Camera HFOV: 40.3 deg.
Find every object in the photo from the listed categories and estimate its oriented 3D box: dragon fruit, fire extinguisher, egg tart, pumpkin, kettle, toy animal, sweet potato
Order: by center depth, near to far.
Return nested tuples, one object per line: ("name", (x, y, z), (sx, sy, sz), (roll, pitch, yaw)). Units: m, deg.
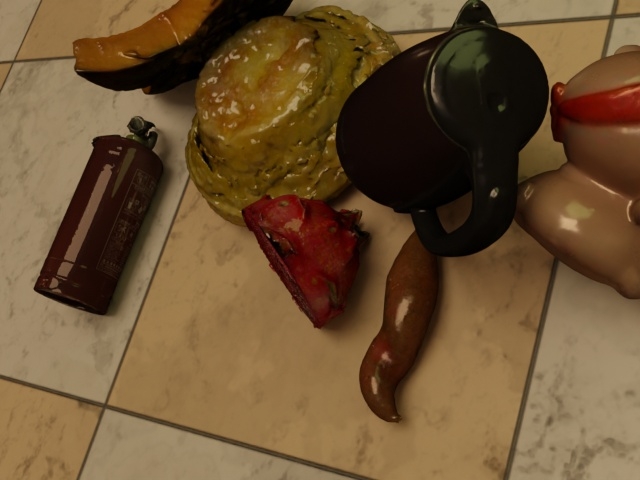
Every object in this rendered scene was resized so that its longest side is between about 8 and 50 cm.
("toy animal", (0.251, -0.069, 0.719), (0.171, 0.171, 0.197), (41, 113, 40))
("kettle", (0.105, -0.086, 0.769), (0.144, 0.232, 0.202), (3, 86, -10))
("sweet potato", (0.079, 0.071, 0.831), (0.055, 0.058, 0.202), (12, 72, 21))
("dragon fruit", (0.000, 0.000, 0.880), (0.111, 0.153, 0.153), (-36, 49, -9))
("egg tart", (-0.049, -0.157, 0.993), (0.294, 0.123, 0.294), (-16, 59, 29))
("pumpkin", (-0.152, -0.259, 1.058), (0.258, 0.290, 0.095), (-31, 93, 10))
("fire extinguisher", (-0.268, -0.045, 1.106), (0.105, 0.105, 0.269), (6, 71, 36))
